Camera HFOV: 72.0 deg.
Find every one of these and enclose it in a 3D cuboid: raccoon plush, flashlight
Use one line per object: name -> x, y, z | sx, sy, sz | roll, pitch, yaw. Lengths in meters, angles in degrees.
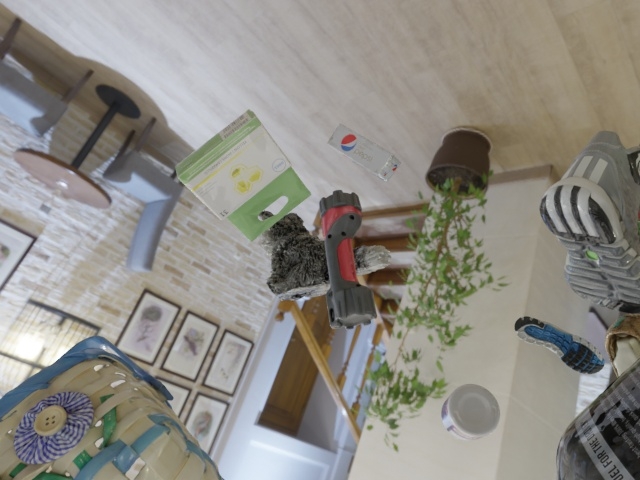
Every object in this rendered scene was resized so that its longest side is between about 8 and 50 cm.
raccoon plush -> 0.000, 0.000, 1.346 | 0.447, 0.299, 0.216 | -19, 161, 24
flashlight -> 0.061, 0.035, 0.953 | 0.103, 0.304, 0.103 | 10, 142, -26

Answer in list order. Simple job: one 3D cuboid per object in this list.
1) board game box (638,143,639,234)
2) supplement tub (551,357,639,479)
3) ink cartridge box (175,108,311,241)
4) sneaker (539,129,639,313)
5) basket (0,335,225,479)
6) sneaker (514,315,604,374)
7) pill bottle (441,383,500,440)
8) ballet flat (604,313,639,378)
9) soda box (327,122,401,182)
board game box -> 0.479, -0.048, 0.616 | 0.136, 0.260, 0.030 | 48, 148, -2
supplement tub -> 0.298, 0.132, 0.253 | 0.207, 0.338, 0.207 | 33, -163, -12
ink cartridge box -> -0.128, -0.102, 0.830 | 0.235, 0.171, 0.056 | 51, -178, -40
sneaker -> 0.313, -0.023, 0.459 | 0.086, 0.132, 0.229 | 19, 161, 47
basket -> -0.244, 0.216, 0.405 | 0.289, 0.254, 0.201 | 5, 132, 39
sneaker -> 0.528, 0.220, 0.977 | 0.191, 0.071, 0.083 | 32, -166, 20
pill bottle -> 0.335, 0.399, 1.008 | 0.108, 0.108, 0.193 | 15, 155, 15
ballet flat -> 0.365, 0.184, 0.479 | 0.067, 0.206, 0.073 | -1, 155, -31
soda box -> 0.121, -0.252, 1.261 | 0.216, 0.074, 0.069 | 40, -171, 35
